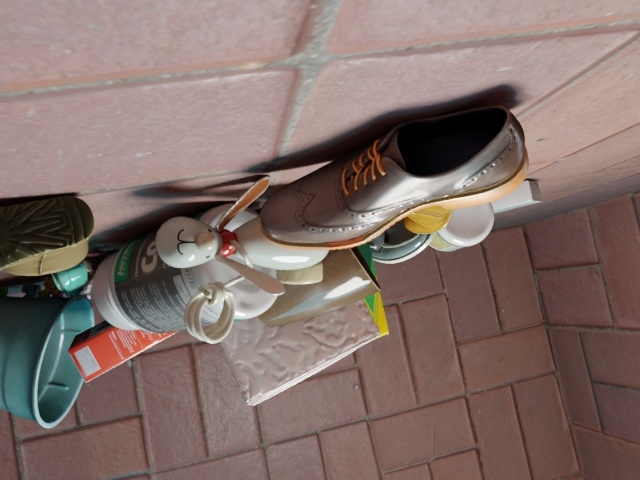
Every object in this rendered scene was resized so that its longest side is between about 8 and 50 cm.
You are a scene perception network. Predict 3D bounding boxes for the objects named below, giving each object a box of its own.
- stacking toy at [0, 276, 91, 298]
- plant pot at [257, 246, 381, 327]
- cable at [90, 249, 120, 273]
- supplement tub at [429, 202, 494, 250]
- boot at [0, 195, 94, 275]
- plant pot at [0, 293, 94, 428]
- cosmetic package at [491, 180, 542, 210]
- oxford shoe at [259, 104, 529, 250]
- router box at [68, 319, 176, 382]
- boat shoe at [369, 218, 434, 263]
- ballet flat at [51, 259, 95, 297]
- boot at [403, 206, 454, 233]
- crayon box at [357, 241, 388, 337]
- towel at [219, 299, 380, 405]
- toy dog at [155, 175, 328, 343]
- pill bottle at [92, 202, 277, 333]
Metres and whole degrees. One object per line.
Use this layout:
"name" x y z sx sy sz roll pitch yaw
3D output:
"stacking toy" -0.791 0.141 1.566 0.221 0.052 0.167 -5 167 10
"plant pot" -0.033 0.069 1.103 0.230 0.215 0.215 -33 172 6
"cable" -0.426 0.080 1.228 0.047 0.150 0.184 -50 162 13
"supplement tub" 0.324 -0.049 1.354 0.144 0.144 0.200 -11 175 -6
"boot" -0.435 0.015 0.761 0.236 0.089 0.269 -8 175 -29
"plant pot" -0.816 0.285 1.421 0.333 0.341 0.341 8 174 -2
"cosmetic package" 0.467 -0.106 1.503 0.239 0.061 0.098 -14 172 35
"oxford shoe" 0.070 -0.086 0.698 0.363 0.130 0.133 -19 155 16
"router box" -0.446 0.208 1.349 0.301 0.082 0.335 -29 -174 -22
"boat shoe" 0.133 -0.018 1.348 0.099 0.116 0.319 41 155 -31
"ballet flat" -0.574 0.086 1.296 0.087 0.083 0.247 -24 -178 -23
"boot" 0.181 -0.078 1.089 0.211 0.104 0.295 -1 169 -26
"crayon box" -0.033 0.110 1.385 0.362 0.313 0.106 -16 173 39
"towel" -0.081 0.136 1.197 0.316 0.332 0.053 -25 161 -9
"toy dog" -0.070 0.006 0.855 0.160 0.220 0.333 -3 -159 38
"pill bottle" -0.263 0.068 1.043 0.361 0.204 0.204 -16 173 37
